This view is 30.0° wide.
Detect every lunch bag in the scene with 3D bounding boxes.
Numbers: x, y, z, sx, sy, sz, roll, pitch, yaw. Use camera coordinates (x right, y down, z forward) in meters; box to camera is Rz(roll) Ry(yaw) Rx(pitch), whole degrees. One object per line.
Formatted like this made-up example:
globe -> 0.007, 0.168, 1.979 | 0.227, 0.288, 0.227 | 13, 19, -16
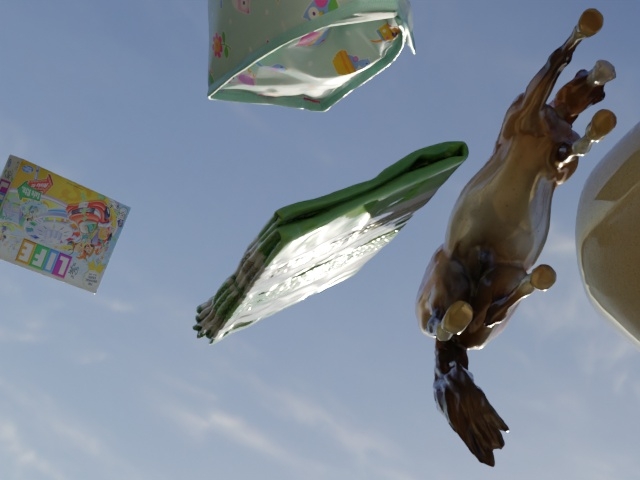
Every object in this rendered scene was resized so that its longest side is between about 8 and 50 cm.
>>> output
lunch bag -> 0.001, -0.259, 1.086 | 0.160, 0.224, 0.262 | 4, -14, -26

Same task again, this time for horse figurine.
horse figurine -> 0.108, -0.009, 0.670 | 0.066, 0.263, 0.174 | 23, -10, 1

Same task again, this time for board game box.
board game box -> -0.281, -0.015, 1.258 | 0.026, 0.103, 0.154 | 18, -5, 42

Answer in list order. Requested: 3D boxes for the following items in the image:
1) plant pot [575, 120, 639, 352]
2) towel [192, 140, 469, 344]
plant pot -> 0.310, -0.003, 0.914 | 0.190, 0.284, 0.284 | -3, -48, 38
towel -> 0.000, 0.000, 0.599 | 0.023, 0.113, 0.152 | 59, -28, 11
